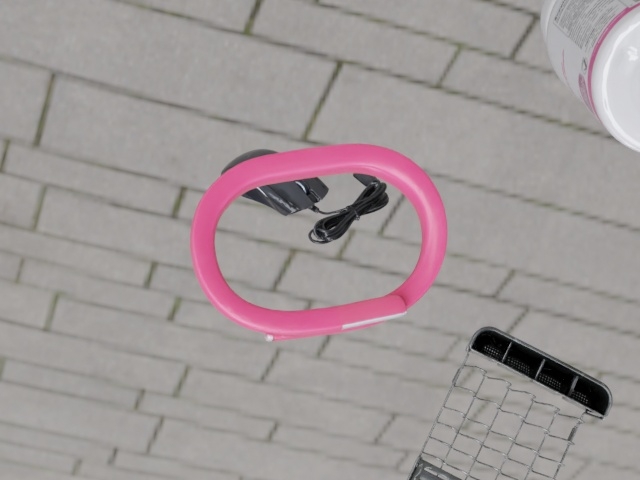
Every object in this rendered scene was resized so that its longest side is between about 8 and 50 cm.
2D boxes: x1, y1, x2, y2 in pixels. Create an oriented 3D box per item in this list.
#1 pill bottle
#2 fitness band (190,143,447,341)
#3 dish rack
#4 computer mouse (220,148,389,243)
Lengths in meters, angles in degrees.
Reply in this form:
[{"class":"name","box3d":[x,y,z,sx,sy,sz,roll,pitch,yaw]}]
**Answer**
[{"class":"pill bottle","box3d":[0.328,-0.203,1.485,0.160,0.283,0.160,-2,112,-4]},{"class":"fitness band","box3d":[0.000,0.000,1.582,0.291,0.209,0.054,-8,168,-10]},{"class":"dish rack","box3d":[0.238,0.274,1.880,0.208,0.271,0.074,27,172,-3]},{"class":"computer mouse","box3d":[-0.020,-0.102,2.207,0.262,0.184,0.060,32,138,36]}]
